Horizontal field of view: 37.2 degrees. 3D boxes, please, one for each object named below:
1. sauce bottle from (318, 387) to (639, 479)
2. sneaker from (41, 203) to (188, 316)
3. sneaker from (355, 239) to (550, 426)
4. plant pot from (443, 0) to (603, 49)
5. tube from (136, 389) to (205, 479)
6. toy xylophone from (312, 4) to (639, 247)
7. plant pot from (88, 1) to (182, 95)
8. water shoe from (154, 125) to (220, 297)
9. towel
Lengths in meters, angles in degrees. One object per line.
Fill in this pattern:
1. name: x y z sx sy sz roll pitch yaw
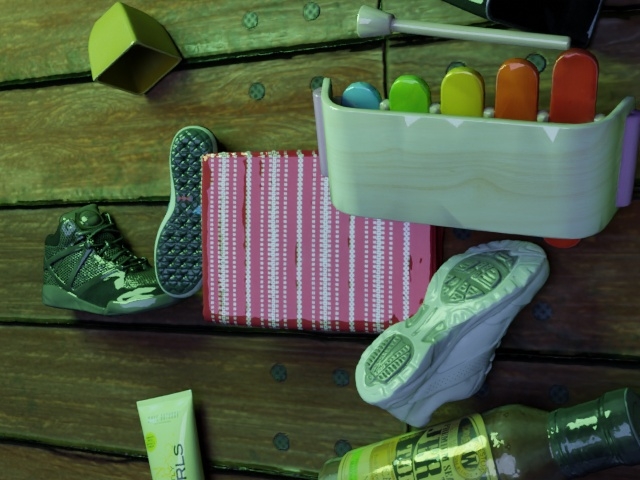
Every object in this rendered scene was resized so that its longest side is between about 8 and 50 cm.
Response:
1. sauce bottle: 0.158 0.227 0.954 0.344 0.111 0.111 -26 81 28
2. sneaker: -0.264 0.025 1.190 0.227 0.087 0.130 6 103 34
3. sneaker: 0.147 0.097 0.971 0.232 0.115 0.090 -42 38 4
4. plant pot: 0.164 -0.298 0.882 0.167 0.188 0.187 27 107 39
5. tube: -0.175 0.311 1.179 0.070 0.062 0.240 -10 82 -11
6. toy xylophone: 0.138 -0.105 0.888 0.322 0.081 0.236 14 126 14
7. plant pot: -0.235 -0.241 1.161 0.081 0.081 0.083 -34 66 27
8. water shoe: -0.145 -0.033 1.126 0.073 0.080 0.203 10 96 7
9. towel: 0.000 0.000 1.039 0.274 0.031 0.199 1 95 17
